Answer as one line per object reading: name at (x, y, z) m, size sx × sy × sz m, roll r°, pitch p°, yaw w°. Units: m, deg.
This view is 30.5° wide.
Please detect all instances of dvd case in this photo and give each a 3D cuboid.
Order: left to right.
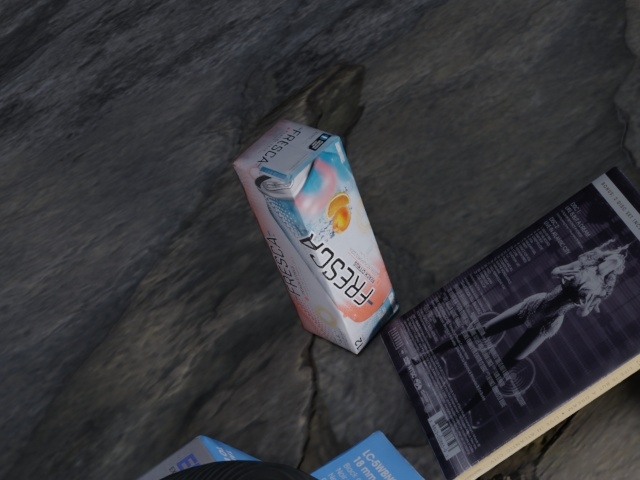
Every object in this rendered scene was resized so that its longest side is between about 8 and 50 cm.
dvd case at (0.156, 0.057, 0.832) m, size 0.221 × 0.018 × 0.164 m, roll -37°, pitch 36°, yaw 10°

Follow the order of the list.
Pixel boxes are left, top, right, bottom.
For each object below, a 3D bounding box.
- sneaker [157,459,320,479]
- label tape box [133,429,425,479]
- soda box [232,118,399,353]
sneaker at (-0.018, 0.315, 0.436) m, size 0.169 × 0.257 × 0.447 m, roll -1°, pitch 75°, yaw 19°
label tape box at (-0.052, 0.242, 0.697) m, size 0.334 × 0.106 × 0.240 m, roll -34°, pitch 41°, yaw -12°
soda box at (0.000, 0.000, 0.887) m, size 0.063 × 0.183 × 0.058 m, roll 21°, pitch 56°, yaw 40°
